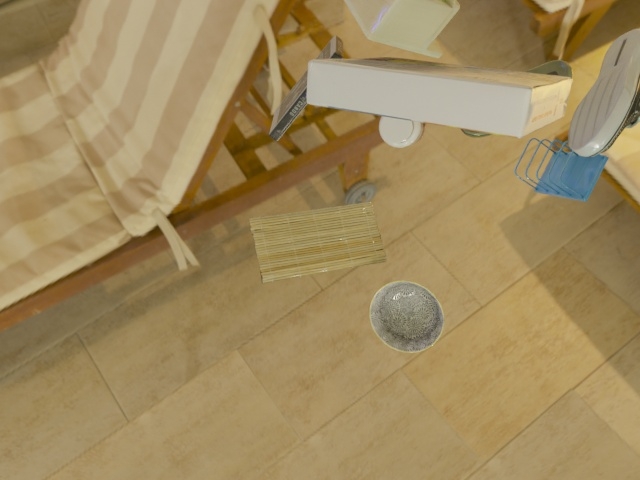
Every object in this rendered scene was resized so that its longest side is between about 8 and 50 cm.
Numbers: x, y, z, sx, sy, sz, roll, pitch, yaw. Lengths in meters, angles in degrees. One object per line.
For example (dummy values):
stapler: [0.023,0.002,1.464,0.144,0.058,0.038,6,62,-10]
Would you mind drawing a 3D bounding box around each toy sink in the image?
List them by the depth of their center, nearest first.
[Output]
toy sink: [0.187,-0.500,1.292,0.234,0.131,0.152,0,55,-40]

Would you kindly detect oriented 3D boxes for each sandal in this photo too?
sandal: [0.484,-0.374,1.555,0.303,0.086,0.120,-30,64,15]

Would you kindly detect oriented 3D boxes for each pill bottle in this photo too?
pill bottle: [0.169,-0.236,1.266,0.086,0.152,0.086,3,101,17]

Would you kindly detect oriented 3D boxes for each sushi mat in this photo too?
sushi mat: [0.000,0.000,1.393,0.317,0.019,0.151,-9,74,-24]

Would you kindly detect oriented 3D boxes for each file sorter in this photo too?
file sorter: [0.579,-0.179,1.495,0.105,0.170,0.118,26,91,-25]

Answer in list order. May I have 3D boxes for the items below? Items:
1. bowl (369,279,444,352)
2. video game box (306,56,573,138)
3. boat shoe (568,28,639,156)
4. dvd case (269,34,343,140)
bowl: [0.204,0.162,1.395,0.170,0.170,0.080,24,20,15]
video game box: [0.120,-0.146,0.596,0.205,0.048,0.187,16,25,28]
boat shoe: [0.614,-0.283,1.236,0.119,0.121,0.335,39,69,-15]
dvd case: [-0.032,-0.353,1.410,0.030,0.238,0.179,35,25,-17]
